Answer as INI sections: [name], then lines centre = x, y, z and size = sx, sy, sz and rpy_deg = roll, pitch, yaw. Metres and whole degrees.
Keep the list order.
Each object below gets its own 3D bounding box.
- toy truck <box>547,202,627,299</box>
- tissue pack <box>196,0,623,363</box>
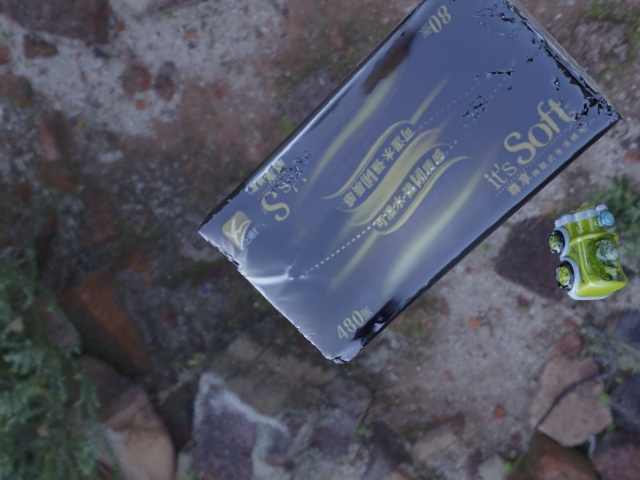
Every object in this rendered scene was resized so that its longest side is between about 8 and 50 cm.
[toy truck]
centre = 0.317, 0.009, 1.192
size = 0.077, 0.076, 0.111
rpy_deg = 139, 126, -63
[tissue pack]
centre = 0.090, -0.083, 1.005
size = 0.210, 0.198, 0.370
rpy_deg = 45, 108, 0
